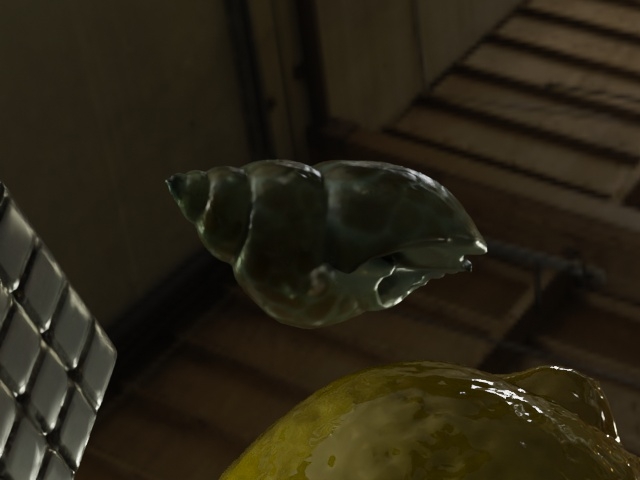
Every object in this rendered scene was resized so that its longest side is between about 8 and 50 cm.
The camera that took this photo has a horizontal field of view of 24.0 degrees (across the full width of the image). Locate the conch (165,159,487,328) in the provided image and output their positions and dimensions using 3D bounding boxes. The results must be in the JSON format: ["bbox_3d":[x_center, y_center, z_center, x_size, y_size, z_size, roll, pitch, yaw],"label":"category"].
[{"bbox_3d":[0.011,-0.003,0.918,0.172,0.106,0.116,-12,175,12],"label":"conch"}]

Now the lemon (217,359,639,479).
[{"bbox_3d":[0.042,0.177,0.659,0.233,0.233,0.288,28,-104,41],"label":"lemon"}]

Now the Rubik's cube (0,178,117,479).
[{"bbox_3d":[-0.286,0.094,0.867,0.236,0.238,0.237,4,-125,20],"label":"Rubik's cube"}]
